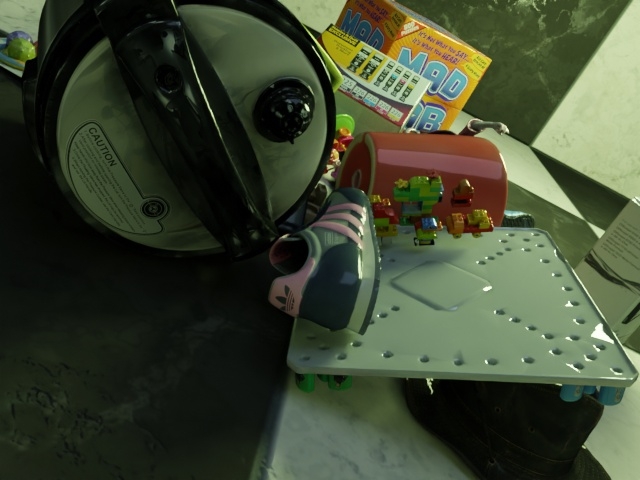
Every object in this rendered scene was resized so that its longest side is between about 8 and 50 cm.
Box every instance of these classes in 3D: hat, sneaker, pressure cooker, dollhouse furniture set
[{"bbox_3d":[0.281,0.209,0.792,0.331,0.134,0.331,24,25,-12],"label":"hat"},{"bbox_3d":[0.474,-0.051,1.568,0.209,0.069,0.082,5,1,-26],"label":"sneaker"},{"bbox_3d":[0.000,0.000,0.787,0.131,0.112,0.319,11,24,-7],"label":"sneaker"},{"bbox_3d":[-0.181,-0.189,0.769,0.370,0.375,0.420,15,28,-34],"label":"pressure cooker"},{"bbox_3d":[-0.045,-0.129,1.086,0.144,0.123,0.151,21,27,-17],"label":"dollhouse furniture set"}]

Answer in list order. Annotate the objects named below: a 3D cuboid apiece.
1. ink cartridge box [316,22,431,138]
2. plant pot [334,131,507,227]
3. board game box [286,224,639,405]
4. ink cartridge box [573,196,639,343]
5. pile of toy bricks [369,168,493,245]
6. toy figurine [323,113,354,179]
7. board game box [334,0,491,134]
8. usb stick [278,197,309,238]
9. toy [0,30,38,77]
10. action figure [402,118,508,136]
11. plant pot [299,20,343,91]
[{"bbox_3d":[0.112,-0.417,1.533,0.310,0.130,0.271,31,58,2],"label":"ink cartridge box"},{"bbox_3d":[0.171,-0.088,1.103,0.243,0.274,0.275,9,31,-18],"label":"plant pot"},{"bbox_3d":[0.169,0.081,0.824,0.390,0.050,0.390,1,27,4],"label":"board game box"},{"bbox_3d":[0.611,0.078,1.168,0.223,0.307,0.129,1,37,-45],"label":"ink cartridge box"},{"bbox_3d":[0.160,-0.064,0.907,0.212,0.105,0.118,-3,48,-2],"label":"pile of toy bricks"},{"bbox_3d":[0.046,-0.182,1.321,0.173,0.130,0.159,-19,60,-30],"label":"toy figurine"},{"bbox_3d":[0.240,-0.546,1.883,0.356,0.356,0.356,12,30,-33],"label":"board game box"},{"bbox_3d":[-0.048,-0.128,1.030,0.077,0.045,0.278,20,57,-17],"label":"usb stick"},{"bbox_3d":[-0.516,-0.336,1.061,0.237,0.056,0.137,33,24,8],"label":"toy"},{"bbox_3d":[0.409,-0.236,1.746,0.276,0.248,0.370,8,21,19],"label":"action figure"},{"bbox_3d":[-0.127,-0.378,1.297,0.227,0.228,0.207,41,4,-44],"label":"plant pot"}]
